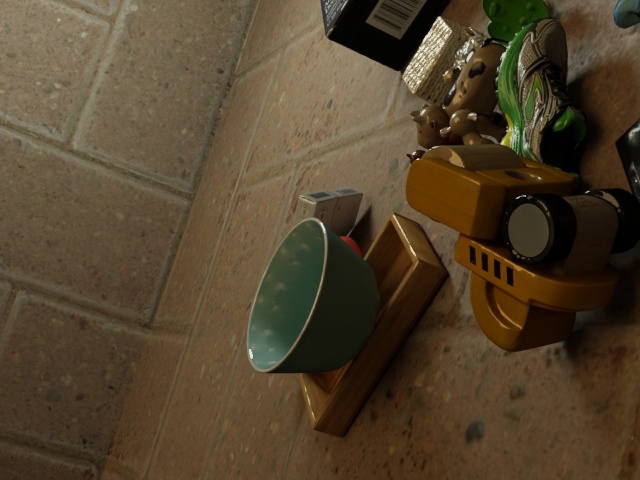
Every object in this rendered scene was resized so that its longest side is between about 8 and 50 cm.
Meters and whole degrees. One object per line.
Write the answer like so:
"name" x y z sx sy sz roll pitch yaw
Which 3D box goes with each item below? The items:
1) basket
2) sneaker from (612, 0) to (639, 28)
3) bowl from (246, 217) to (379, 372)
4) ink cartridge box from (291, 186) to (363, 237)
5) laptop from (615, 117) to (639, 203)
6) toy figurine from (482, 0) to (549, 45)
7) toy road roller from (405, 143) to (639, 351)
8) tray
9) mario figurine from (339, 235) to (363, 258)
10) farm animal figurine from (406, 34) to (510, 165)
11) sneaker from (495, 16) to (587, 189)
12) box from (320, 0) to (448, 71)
"basket" 0.256 -0.363 2.048 0.167 0.103 0.113 -58 25 22
"sneaker" 0.506 -0.357 1.519 0.162 0.063 0.073 -23 53 61
"bowl" 0.000 0.127 1.915 0.311 0.163 0.311 -49 30 40
"ink cartridge box" 0.000 0.000 2.240 0.066 0.189 0.232 22 111 30
"laptop" 0.465 -0.165 1.333 0.264 0.137 0.234 -50 27 38
"toy figurine" 0.389 -0.477 1.885 0.173 0.130 0.159 101 -165 -66
"toy road roller" 0.277 0.012 1.449 0.330 0.203 0.240 33 120 46
"tray" 0.093 0.167 1.977 0.410 0.076 0.202 -60 23 21
"mario figurine" -0.027 0.094 2.201 0.320 0.170 0.198 -53 24 37
"farm animal figurine" 0.263 -0.217 1.802 0.326 0.172 0.330 -65 22 7
"sneaker" 0.378 -0.209 1.624 0.146 0.134 0.343 -21 60 53
"box" 0.157 -0.655 2.411 0.293 0.212 0.395 -55 25 32
